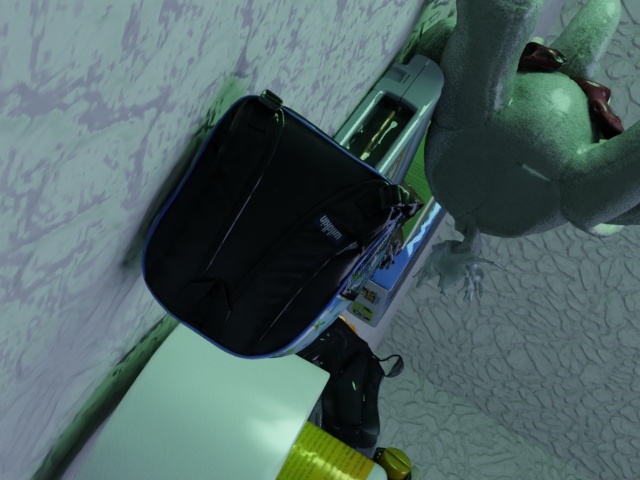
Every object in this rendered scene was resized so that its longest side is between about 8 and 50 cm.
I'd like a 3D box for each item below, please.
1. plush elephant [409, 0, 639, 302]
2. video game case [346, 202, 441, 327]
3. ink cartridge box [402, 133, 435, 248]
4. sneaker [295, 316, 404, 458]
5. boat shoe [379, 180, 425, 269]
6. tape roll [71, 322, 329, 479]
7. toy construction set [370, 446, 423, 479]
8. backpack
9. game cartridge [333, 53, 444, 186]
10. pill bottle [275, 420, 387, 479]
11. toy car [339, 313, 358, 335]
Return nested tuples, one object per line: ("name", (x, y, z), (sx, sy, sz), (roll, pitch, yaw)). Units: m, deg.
("plush elephant", (0.210, -0.120, 1.084), (0.330, 0.272, 0.255), (-60, 179, 41))
("video game case", (0.136, -0.017, 1.754), (0.269, 0.061, 0.244), (-57, 174, -15))
("ink cartridge box", (0.103, -0.049, 1.398), (0.209, 0.062, 0.109), (-60, 173, 11))
("sneaker", (-0.027, 0.193, 1.133), (0.268, 0.153, 0.101), (-58, 172, -10))
("boat shoe", (0.058, -0.004, 1.253), (0.183, 0.066, 0.066), (-54, 171, -33))
("tape roll", (-0.103, 0.188, 0.750), (0.286, 0.100, 0.286), (-61, 177, -5))
("toy construction set", (-0.003, 0.281, 1.321), (0.257, 0.237, 0.309), (-60, 173, 6))
("backpack", (-0.024, 0.000, 0.576), (0.114, 0.105, 0.084), (-54, 172, 0))
("game cartridge", (0.000, 0.000, 0.950), (0.297, 0.062, 0.198), (-54, 167, -35))
("pill bottle", (-0.024, 0.217, 1.006), (0.117, 0.215, 0.117), (-58, 172, -12))
("toy car", (0.023, 0.113, 1.556), (0.122, 0.060, 0.040), (113, -23, -85))
